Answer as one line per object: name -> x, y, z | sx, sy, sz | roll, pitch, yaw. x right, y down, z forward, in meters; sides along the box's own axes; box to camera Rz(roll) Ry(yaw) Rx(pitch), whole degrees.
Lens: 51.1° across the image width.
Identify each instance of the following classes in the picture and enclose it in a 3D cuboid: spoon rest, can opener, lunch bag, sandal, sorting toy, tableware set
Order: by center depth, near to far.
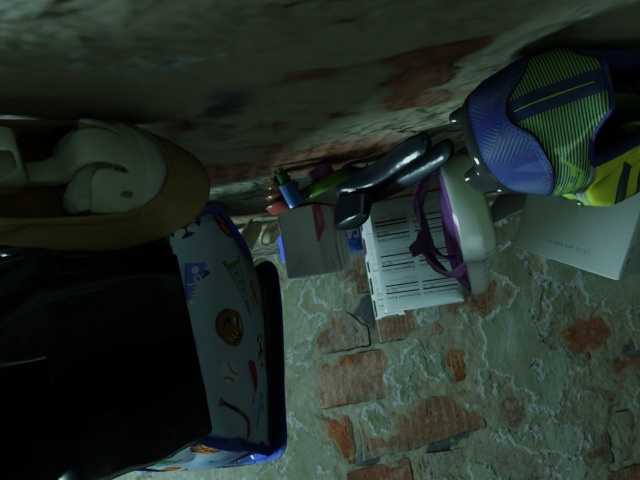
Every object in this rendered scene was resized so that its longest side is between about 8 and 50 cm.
can opener -> 0.072, -0.064, 0.678 | 0.059, 0.073, 0.186 | 2, 163, -30
sorting toy -> -0.022, -0.060, 0.686 | 0.102, 0.042, 0.061 | -24, -174, 30
sandal -> 0.165, -0.019, 0.900 | 0.102, 0.169, 0.416 | -12, 165, 8
lunch bag -> -0.174, 0.167, 0.986 | 0.238, 0.328, 0.385 | -7, 159, 3
tableware set -> -0.129, 0.023, 1.228 | 0.020, 0.141, 0.168 | 35, -169, 21
spoon rest -> 0.366, -0.062, 1.414 | 0.276, 0.084, 0.137 | -8, 177, -5

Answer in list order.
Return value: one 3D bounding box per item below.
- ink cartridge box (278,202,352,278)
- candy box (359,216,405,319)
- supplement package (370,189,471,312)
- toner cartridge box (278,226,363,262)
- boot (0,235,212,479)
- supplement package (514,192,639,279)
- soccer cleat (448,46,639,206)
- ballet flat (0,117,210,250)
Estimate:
ink cartridge box -> 0.000, 0.000, 1.147 | 0.067, 0.115, 0.198 | -10, 178, 18
candy box -> 0.139, 0.055, 1.521 | 0.071, 0.234, 0.159 | -9, 178, 3
supplement package -> 0.197, 0.019, 1.278 | 0.149, 0.203, 0.194 | -10, 178, 17
toner cartridge box -> 0.070, -0.003, 1.764 | 0.165, 0.075, 0.347 | -10, 178, 44
boot -> -0.273, 0.092, 0.515 | 0.367, 0.146, 0.445 | -28, -163, -9
supplement package -> 0.380, -0.044, 0.880 | 0.139, 0.134, 0.244 | 21, -163, 36
soccer cleat -> 0.210, -0.078, 0.469 | 0.289, 0.093, 0.121 | -7, 170, -45
ballet flat -> -0.154, -0.034, 0.363 | 0.232, 0.080, 0.073 | -9, 163, -37
